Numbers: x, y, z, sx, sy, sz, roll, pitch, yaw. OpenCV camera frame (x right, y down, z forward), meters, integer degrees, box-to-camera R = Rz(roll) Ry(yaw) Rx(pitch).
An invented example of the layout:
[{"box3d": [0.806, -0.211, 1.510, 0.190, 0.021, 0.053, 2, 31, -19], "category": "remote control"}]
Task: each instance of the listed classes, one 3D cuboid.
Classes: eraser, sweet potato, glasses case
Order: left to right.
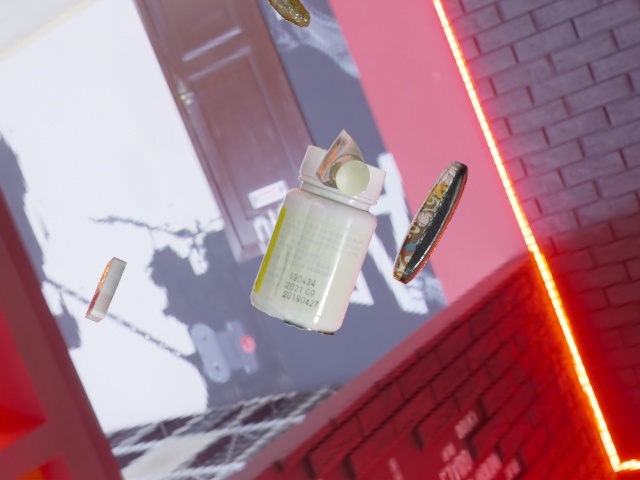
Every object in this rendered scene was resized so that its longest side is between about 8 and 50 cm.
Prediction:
[{"box3d": [-0.355, 0.082, 1.621, 0.065, 0.026, 0.105, -33, -145, 62], "category": "eraser"}, {"box3d": [-0.114, -0.375, 1.302, 0.074, 0.269, 0.075, -54, 173, -10], "category": "sweet potato"}, {"box3d": [0.263, -0.043, 2.342, 0.321, 0.082, 0.122, -62, 176, -1], "category": "glasses case"}]

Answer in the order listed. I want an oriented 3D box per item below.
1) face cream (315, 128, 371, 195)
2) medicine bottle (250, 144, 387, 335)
[{"box3d": [0.037, -0.150, 1.921, 0.114, 0.070, 0.224, -57, -159, 10], "category": "face cream"}, {"box3d": [0.000, 0.000, 2.143, 0.214, 0.378, 0.213, 20, -177, -1], "category": "medicine bottle"}]
